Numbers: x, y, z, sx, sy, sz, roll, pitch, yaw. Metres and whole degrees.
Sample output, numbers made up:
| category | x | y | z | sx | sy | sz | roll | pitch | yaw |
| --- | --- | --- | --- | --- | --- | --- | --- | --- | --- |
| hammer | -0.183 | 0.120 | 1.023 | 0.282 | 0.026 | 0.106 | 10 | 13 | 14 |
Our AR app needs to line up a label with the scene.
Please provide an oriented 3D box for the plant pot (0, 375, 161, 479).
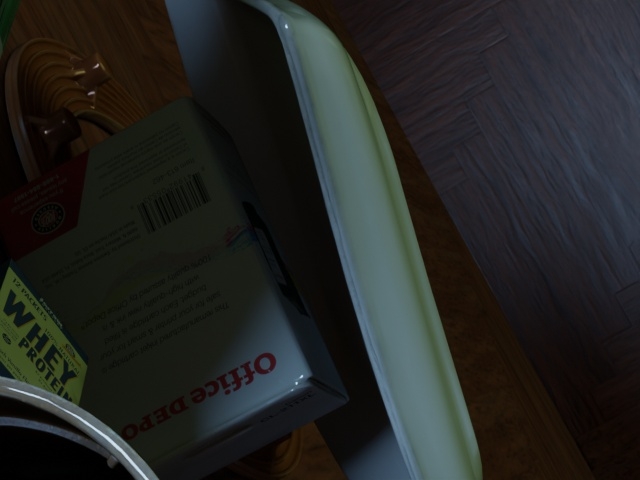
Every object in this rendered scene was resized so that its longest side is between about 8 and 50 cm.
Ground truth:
| category | x | y | z | sx | sy | sz | roll | pitch | yaw |
| --- | --- | --- | --- | --- | --- | --- | --- | --- | --- |
| plant pot | -0.095 | 0.134 | 0.574 | 0.167 | 0.167 | 0.165 | 63 | 5 | 14 |

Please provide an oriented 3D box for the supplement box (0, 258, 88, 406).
| category | x | y | z | sx | sy | sz | roll | pitch | yaw |
| --- | --- | --- | --- | --- | --- | --- | --- | --- | --- |
| supplement box | -0.145 | 0.064 | 0.688 | 0.056 | 0.083 | 0.083 | 55 | 13 | -21 |

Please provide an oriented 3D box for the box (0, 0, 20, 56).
| category | x | y | z | sx | sy | sz | roll | pitch | yaw |
| --- | --- | --- | --- | --- | --- | --- | --- | --- | --- |
| box | -0.154 | -0.080 | 0.681 | 0.058 | 0.232 | 0.322 | 18 | 24 | -12 |

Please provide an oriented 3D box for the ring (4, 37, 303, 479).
| category | x | y | z | sx | sy | sz | roll | pitch | yaw |
| --- | --- | --- | --- | --- | --- | --- | --- | --- | --- |
| ring | -0.097 | 0.006 | 1.158 | 0.336 | 0.032 | 0.336 | 56 | 12 | -18 |

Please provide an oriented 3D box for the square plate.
| category | x | y | z | sx | sy | sz | roll | pitch | yaw |
| --- | --- | --- | --- | --- | --- | --- | --- | --- | --- |
| square plate | 0.000 | 0.000 | 0.973 | 0.347 | 0.049 | 0.344 | -133 | -157 | -67 |

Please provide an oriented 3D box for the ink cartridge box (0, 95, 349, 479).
| category | x | y | z | sx | sy | sz | roll | pitch | yaw |
| --- | --- | --- | --- | --- | --- | --- | --- | --- | --- |
| ink cartridge box | -0.081 | 0.034 | 0.921 | 0.175 | 0.127 | 0.072 | 66 | 10 | 21 |
